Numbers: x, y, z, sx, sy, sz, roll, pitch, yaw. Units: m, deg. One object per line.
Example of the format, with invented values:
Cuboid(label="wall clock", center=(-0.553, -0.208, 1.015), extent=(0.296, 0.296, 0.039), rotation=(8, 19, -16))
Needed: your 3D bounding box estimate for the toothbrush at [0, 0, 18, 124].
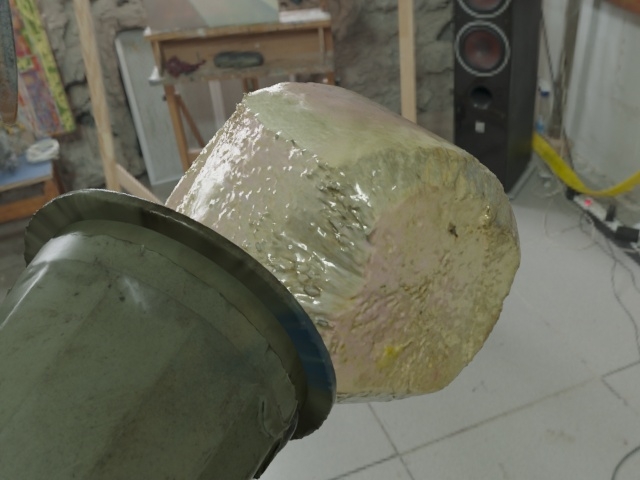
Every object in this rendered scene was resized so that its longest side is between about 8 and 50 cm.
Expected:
Cuboid(label="toothbrush", center=(-0.285, -0.270, 0.606), extent=(0.028, 0.375, 0.037), rotation=(-8, 34, -21))

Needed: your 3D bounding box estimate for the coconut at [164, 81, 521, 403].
Cuboid(label="coconut", center=(0.000, 0.000, 0.717), extent=(0.297, 0.297, 0.309), rotation=(-26, 35, -25))

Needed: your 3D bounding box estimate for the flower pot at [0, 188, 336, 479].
Cuboid(label="flower pot", center=(-0.127, 0.117, 0.380), extent=(0.212, 0.212, 0.202), rotation=(13, 50, 24))
